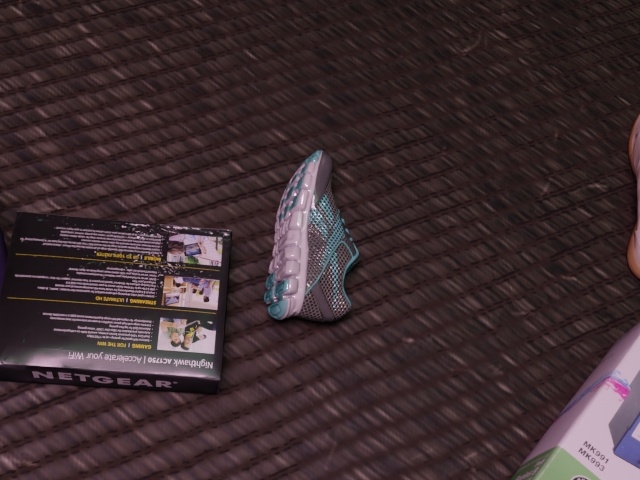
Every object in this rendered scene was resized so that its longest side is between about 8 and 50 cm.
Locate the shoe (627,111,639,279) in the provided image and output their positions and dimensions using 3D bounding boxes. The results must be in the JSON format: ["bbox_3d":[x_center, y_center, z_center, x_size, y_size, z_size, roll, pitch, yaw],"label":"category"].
[{"bbox_3d":[0.346,-0.060,0.860,0.076,0.058,0.219,16,62,-3],"label":"shoe"}]

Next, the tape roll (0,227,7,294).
[{"bbox_3d":[-0.387,0.017,0.666,0.274,0.090,0.275,5,63,-9],"label":"tape roll"}]

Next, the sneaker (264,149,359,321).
[{"bbox_3d":[0.000,0.000,0.772,0.076,0.065,0.166,18,63,-20],"label":"sneaker"}]

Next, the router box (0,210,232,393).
[{"bbox_3d":[-0.166,0.050,0.714,0.179,0.046,0.133,5,63,-8],"label":"router box"}]

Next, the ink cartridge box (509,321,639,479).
[{"bbox_3d":[0.264,0.184,0.701,0.154,0.093,0.212,41,62,12],"label":"ink cartridge box"}]
